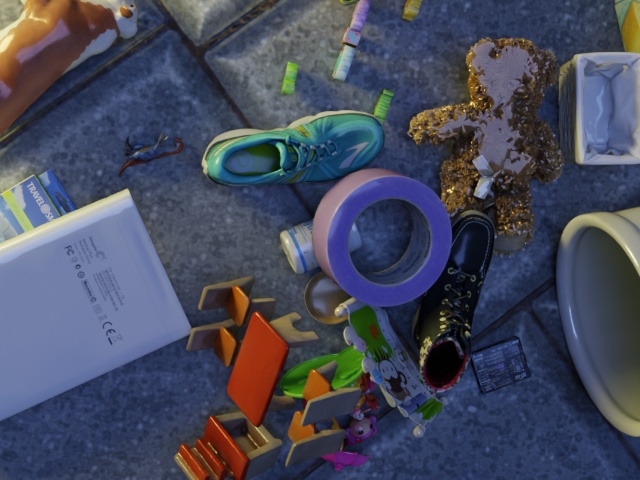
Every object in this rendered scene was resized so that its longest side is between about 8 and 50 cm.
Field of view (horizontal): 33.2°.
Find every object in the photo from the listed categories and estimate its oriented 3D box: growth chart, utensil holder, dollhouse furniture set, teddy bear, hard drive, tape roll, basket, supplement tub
[{"bbox_3d":[0.105,0.178,1.581,0.021,0.172,0.237,-30,95,25],"label":"growth chart"},{"bbox_3d":[0.589,0.081,1.564,0.385,0.327,0.328,-13,93,-10],"label":"utensil holder"},{"bbox_3d":[-0.102,0.221,1.494,0.135,0.262,0.259,-10,131,-40],"label":"dollhouse furniture set"},{"bbox_3d":[0.257,-0.137,1.626,0.245,0.113,0.338,-10,101,-1],"label":"teddy bear"},{"bbox_3d":[-0.389,0.102,1.528,0.353,0.047,0.233,-24,109,-8],"label":"hard drive"},{"bbox_3d":[0.087,-0.005,1.538,0.189,0.080,0.189,-3,101,-15],"label":"tape roll"},{"bbox_3d":[0.428,-0.197,1.639,0.113,0.103,0.167,-2,91,-9],"label":"basket"},{"bbox_3d":[0.000,0.000,1.596,0.107,0.071,0.071,-24,95,-8],"label":"supplement tub"}]

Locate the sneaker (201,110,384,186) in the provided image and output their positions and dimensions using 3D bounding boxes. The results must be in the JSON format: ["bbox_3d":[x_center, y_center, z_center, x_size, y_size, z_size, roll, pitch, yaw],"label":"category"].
[{"bbox_3d":[-0.034,-0.122,1.565,0.275,0.110,0.107,-13,101,-8],"label":"sneaker"}]

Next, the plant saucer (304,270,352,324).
[{"bbox_3d":[0.016,0.085,1.628,0.083,0.015,0.083,0,92,-8],"label":"plant saucer"}]

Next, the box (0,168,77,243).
[{"bbox_3d":[-0.440,-0.015,1.542,0.178,0.042,0.109,-32,96,-6],"label":"box"}]

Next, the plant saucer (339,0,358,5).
[{"bbox_3d":[0.049,-0.435,1.567,0.188,0.045,0.188,-31,78,-25],"label":"plant saucer"}]

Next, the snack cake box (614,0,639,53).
[{"bbox_3d":[0.536,-0.316,1.571,0.089,0.264,0.152,-13,93,-8],"label":"snack cake box"}]

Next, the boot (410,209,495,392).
[{"bbox_3d":[0.198,0.089,1.545,0.085,0.178,0.236,19,110,-5],"label":"boot"}]

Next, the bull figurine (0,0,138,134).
[{"bbox_3d":[-0.407,-0.288,1.512,0.310,0.101,0.188,-44,93,-7],"label":"bull figurine"}]

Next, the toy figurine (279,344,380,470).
[{"bbox_3d":[0.038,0.259,1.606,0.173,0.130,0.159,-26,110,-31],"label":"toy figurine"}]

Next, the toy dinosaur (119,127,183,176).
[{"bbox_3d":[-0.247,-0.133,1.581,0.082,0.047,0.090,12,123,-18],"label":"toy dinosaur"}]

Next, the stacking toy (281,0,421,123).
[{"bbox_3d":[0.048,-0.299,1.604,0.167,0.052,0.221,17,90,-9],"label":"stacking toy"}]

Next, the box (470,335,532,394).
[{"bbox_3d":[0.279,0.194,1.670,0.083,0.018,0.067,-20,95,-8],"label":"box"}]
